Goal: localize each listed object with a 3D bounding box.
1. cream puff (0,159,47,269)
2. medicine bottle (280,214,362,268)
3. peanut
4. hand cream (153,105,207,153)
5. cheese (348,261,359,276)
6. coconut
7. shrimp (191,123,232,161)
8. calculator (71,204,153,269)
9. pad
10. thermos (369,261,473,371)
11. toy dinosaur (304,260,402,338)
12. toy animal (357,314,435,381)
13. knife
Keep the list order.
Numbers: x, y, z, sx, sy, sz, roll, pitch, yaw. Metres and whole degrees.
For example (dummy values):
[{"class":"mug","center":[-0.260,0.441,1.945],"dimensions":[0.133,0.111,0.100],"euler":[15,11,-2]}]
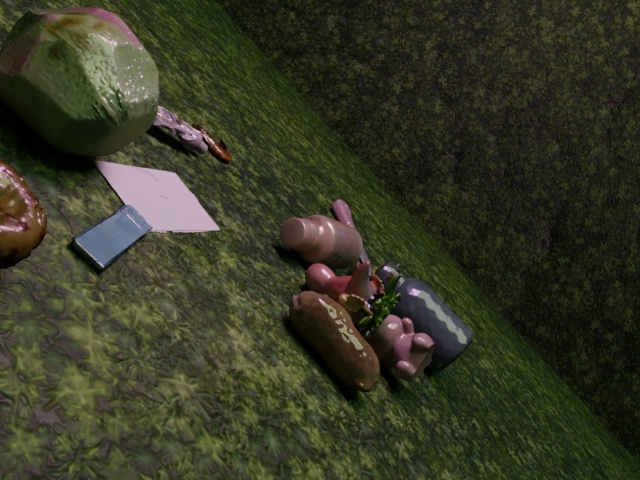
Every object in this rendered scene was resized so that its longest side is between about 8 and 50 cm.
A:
[{"class":"cream puff","center":[-0.349,-0.025,0.559],"dimensions":[0.149,0.084,0.149],"euler":[42,20,-19]},{"class":"medicine bottle","center":[0.000,0.000,1.319],"dimensions":[0.114,0.114,0.252],"euler":[54,17,25]},{"class":"peanut","center":[0.029,0.175,1.017],"dimensions":[0.214,0.099,0.099],"euler":[50,17,13]},{"class":"hand cream","center":[-0.336,-0.245,1.188],"dimensions":[0.256,0.050,0.084],"euler":[27,28,-42]},{"class":"cheese","center":[0.097,0.090,1.482],"dimensions":[0.084,0.041,0.060],"euler":[51,14,-53]},{"class":"coconut","center":[-0.359,-0.244,0.850],"dimensions":[0.236,0.236,0.204],"euler":[45,-18,-7]},{"class":"shrimp","center":[-0.263,-0.241,1.392],"dimensions":[0.127,0.025,0.091],"euler":[45,15,-20]},{"class":"calculator","center":[-0.285,-0.009,0.794],"dimensions":[0.057,0.018,0.172],"euler":[42,17,-10]},{"class":"pad","center":[-0.275,-0.073,0.999],"dimensions":[0.156,0.004,0.232],"euler":[50,16,13]},{"class":"thermos","center":[0.230,0.189,1.434],"dimensions":[0.286,0.145,0.182],"euler":[46,50,7]},{"class":"toy dinosaur","center":[0.066,0.090,1.150],"dimensions":[0.177,0.152,0.194],"euler":[45,-22,1]},{"class":"toy animal","center":[0.135,0.205,1.213],"dimensions":[0.212,0.124,0.124],"euler":[32,6,33]},{"class":"knife","center":[0.104,0.001,1.752],"dimensions":[0.081,0.043,0.336],"euler":[39,23,-45]}]
